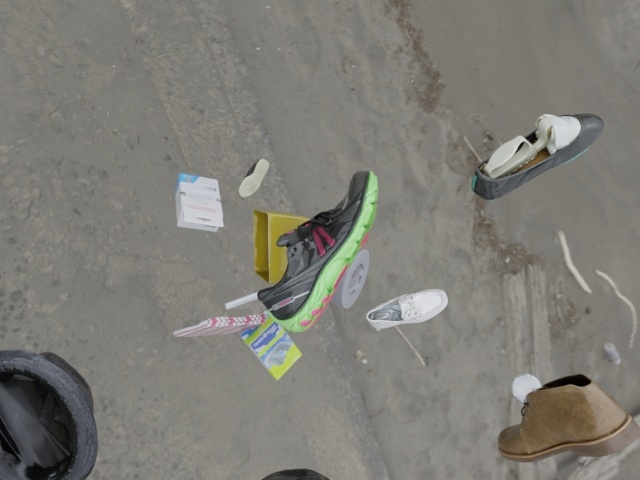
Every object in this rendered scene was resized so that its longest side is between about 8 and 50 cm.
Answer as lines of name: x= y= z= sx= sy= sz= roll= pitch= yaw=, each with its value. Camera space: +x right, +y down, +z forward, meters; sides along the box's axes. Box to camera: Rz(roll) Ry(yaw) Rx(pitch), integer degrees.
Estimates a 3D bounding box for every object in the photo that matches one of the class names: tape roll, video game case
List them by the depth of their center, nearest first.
tape roll: x=0.095 y=0.125 z=1.780 sx=0.219 sy=0.072 sz=0.219 roll=-47 pitch=147 yaw=-45
video game case: x=-0.200 y=0.198 z=1.815 sx=0.227 sy=0.206 sz=0.026 roll=-20 pitch=80 yaw=9

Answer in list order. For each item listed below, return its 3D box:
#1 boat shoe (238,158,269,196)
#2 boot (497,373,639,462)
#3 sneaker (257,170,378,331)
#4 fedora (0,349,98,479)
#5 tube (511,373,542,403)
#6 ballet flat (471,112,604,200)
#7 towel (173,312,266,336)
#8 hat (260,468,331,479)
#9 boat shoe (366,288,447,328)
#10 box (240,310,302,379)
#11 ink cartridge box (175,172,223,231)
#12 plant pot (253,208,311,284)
boat shoe: x=-0.198 y=-0.179 z=1.483 sx=0.049 sy=0.042 sz=0.133 roll=38 pitch=70 yaw=-22
boot: x=0.390 y=0.305 z=0.874 sx=0.112 sy=0.305 sz=0.115 roll=-27 pitch=73 yaw=-27
sneaker: x=0.000 y=0.000 z=1.331 sx=0.202 sy=0.185 sz=0.482 roll=30 pitch=77 yaw=9
fedora: x=-0.595 y=0.364 z=1.087 sx=0.334 sy=0.152 sz=0.334 roll=1 pitch=103 yaw=3
tube: x=0.406 y=0.296 z=1.002 sx=0.052 sy=0.080 sz=0.207 roll=-23 pitch=155 yaw=13
ballet flat: x=0.419 y=-0.176 z=0.979 sx=0.280 sy=0.095 sz=0.096 roll=-35 pitch=139 yaw=5
towel: x=-0.252 y=0.214 z=1.282 sx=0.197 sy=0.144 sz=0.029 roll=7 pitch=66 yaw=-48
hat: x=-0.054 y=0.777 z=1.460 sx=0.331 sy=0.331 sz=0.134 roll=0 pitch=131 yaw=-22
boat shoe: x=0.284 y=0.230 z=1.688 sx=0.277 sy=0.098 sz=0.096 roll=-22 pitch=159 yaw=15
box: x=-0.140 y=0.303 z=1.466 sx=0.109 sy=0.042 sz=0.178 roll=-44 pitch=120 yaw=-22
ink cartridge box: x=-0.311 y=-0.085 z=1.296 sx=0.104 sy=0.180 sz=0.060 roll=9 pitch=133 yaw=-27
plant pot: x=-0.096 y=0.009 z=1.586 sx=0.187 sy=0.212 sz=0.212 roll=-3 pitch=98 yaw=-19
